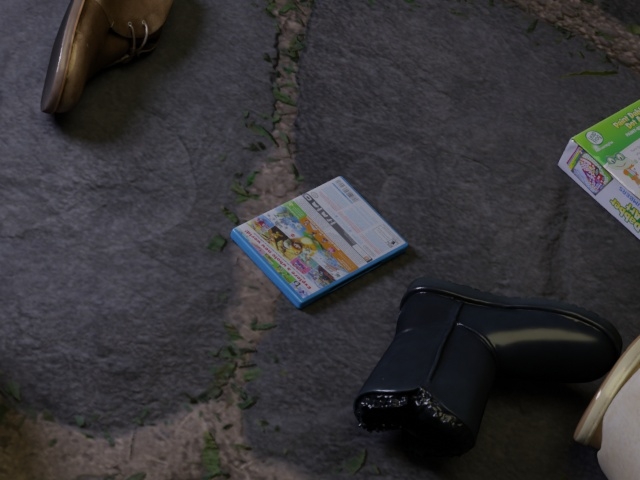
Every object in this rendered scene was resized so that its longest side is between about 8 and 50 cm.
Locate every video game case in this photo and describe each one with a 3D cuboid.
[{"bbox_3d":[0.000,0.000,2.013,0.166,0.015,0.119,-27,63,-36],"label":"video game case"}]

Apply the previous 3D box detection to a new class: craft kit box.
[{"bbox_3d":[0.457,-0.074,2.215,0.250,0.061,0.246,-28,66,-36],"label":"craft kit box"}]

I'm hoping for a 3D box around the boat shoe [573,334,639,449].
[{"bbox_3d":[0.399,0.139,1.956,0.110,0.122,0.341,42,48,20],"label":"boat shoe"}]

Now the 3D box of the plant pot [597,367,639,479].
[{"bbox_3d":[0.439,0.250,1.763,0.334,0.334,0.305,-11,44,-28],"label":"plant pot"}]

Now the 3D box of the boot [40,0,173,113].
[{"bbox_3d":[-0.239,-0.243,2.093,0.115,0.112,0.305,26,43,-10],"label":"boot"}]

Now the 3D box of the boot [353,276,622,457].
[{"bbox_3d":[0.173,0.146,1.877,0.246,0.094,0.207,14,42,9],"label":"boot"}]
